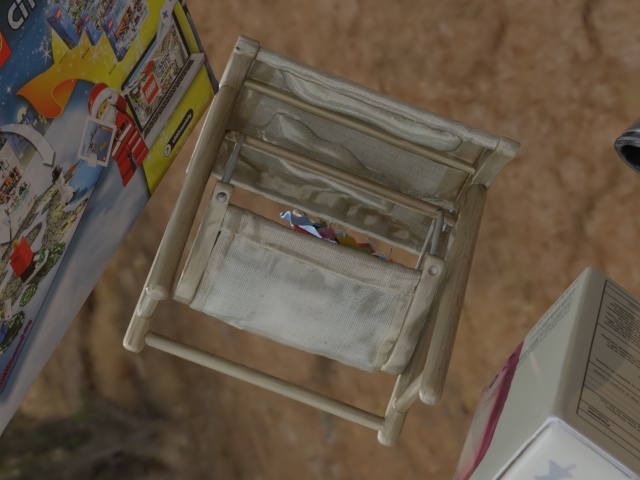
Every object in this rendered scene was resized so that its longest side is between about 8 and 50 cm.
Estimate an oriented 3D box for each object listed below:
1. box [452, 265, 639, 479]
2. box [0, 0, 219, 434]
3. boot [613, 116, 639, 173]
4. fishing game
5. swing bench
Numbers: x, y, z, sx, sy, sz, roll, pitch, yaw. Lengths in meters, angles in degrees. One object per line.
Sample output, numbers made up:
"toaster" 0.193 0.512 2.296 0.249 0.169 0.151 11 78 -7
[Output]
"box" 0.171 0.140 1.107 0.148 0.232 0.127 37 115 -2
"box" -0.131 -0.038 0.752 0.044 0.233 0.159 12 145 26
"boot" 0.366 -0.157 1.305 0.118 0.223 0.338 37 146 -14
"fishing game" 0.042 0.004 2.102 0.189 0.041 0.264 29 -176 1
"swing bench" 0.000 0.000 1.559 0.165 0.253 0.255 124 167 -66
